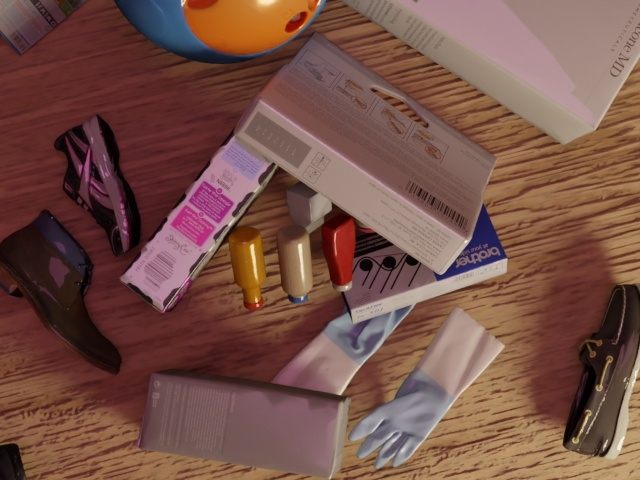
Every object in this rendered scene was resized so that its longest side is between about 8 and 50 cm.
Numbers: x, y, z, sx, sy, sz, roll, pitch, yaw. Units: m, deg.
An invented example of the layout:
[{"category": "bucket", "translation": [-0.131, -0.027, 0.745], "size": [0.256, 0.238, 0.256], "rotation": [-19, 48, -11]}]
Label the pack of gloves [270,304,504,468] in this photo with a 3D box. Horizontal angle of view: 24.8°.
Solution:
[{"category": "pack of gloves", "translation": [0.085, 0.160, 1.852], "size": [0.195, 0.046, 0.232], "rotation": [40, 84, 10]}]

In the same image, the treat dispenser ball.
[{"category": "treat dispenser ball", "translation": [-0.118, -0.353, 1.718], "size": [0.288, 0.288, 0.288], "rotation": [0, 89, -4]}]

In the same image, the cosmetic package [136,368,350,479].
[{"category": "cosmetic package", "translation": [-0.087, 0.221, 1.770], "size": [0.238, 0.127, 0.107], "rotation": [11, 88, 9]}]

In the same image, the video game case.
[{"category": "video game case", "translation": [-0.337, -0.315, 1.794], "size": [0.166, 0.119, 0.015], "rotation": [-40, 58, -4]}]

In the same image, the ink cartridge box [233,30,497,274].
[{"category": "ink cartridge box", "translation": [0.064, -0.113, 1.772], "size": [0.296, 0.261, 0.066], "rotation": [35, 118, -2]}]

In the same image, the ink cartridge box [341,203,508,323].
[{"category": "ink cartridge box", "translation": [0.121, 0.024, 1.828], "size": [0.207, 0.046, 0.097], "rotation": [-18, 63, -4]}]

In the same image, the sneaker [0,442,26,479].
[{"category": "sneaker", "translation": [-0.464, 0.282, 1.777], "size": [0.269, 0.153, 0.101], "rotation": [26, 107, 31]}]

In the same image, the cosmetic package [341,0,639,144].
[{"category": "cosmetic package", "translation": [0.220, -0.300, 1.807], "size": [0.365, 0.155, 0.197], "rotation": [31, 84, -1]}]

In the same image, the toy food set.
[{"category": "toy food set", "translation": [0.000, 0.000, 1.790], "size": [0.232, 0.111, 0.104], "rotation": [-35, 134, -38]}]

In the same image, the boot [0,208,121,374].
[{"category": "boot", "translation": [-0.306, 0.063, 1.799], "size": [0.219, 0.082, 0.106], "rotation": [42, 89, 0]}]

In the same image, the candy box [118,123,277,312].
[{"category": "candy box", "translation": [-0.143, -0.023, 1.773], "size": [0.071, 0.159, 0.233], "rotation": [36, 87, -1]}]

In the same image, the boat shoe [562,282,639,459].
[{"category": "boat shoe", "translation": [0.360, 0.161, 1.839], "size": [0.069, 0.081, 0.227], "rotation": [11, 90, -7]}]

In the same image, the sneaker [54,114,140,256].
[{"category": "sneaker", "translation": [-0.281, -0.062, 1.819], "size": [0.077, 0.072, 0.178], "rotation": [-18, 82, 8]}]
